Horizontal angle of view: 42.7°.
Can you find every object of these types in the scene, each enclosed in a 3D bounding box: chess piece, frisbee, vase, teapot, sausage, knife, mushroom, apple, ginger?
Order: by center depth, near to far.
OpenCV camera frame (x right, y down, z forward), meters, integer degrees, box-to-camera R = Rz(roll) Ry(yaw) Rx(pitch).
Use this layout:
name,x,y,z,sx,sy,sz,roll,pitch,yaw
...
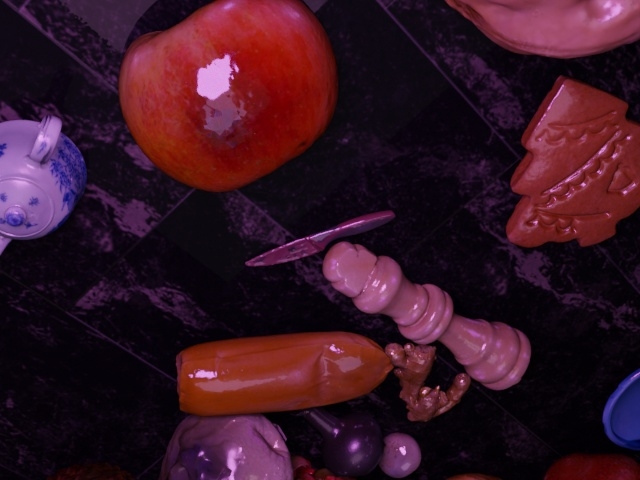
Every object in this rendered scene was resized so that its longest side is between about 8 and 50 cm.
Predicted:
name,x,y,z,sx,sy,sz,roll,pitch,yaw
apple,-0.111,-0.173,1.053,0.293,0.163,0.251,-26,122,8
teapot,-0.390,-0.067,1.075,0.159,0.159,0.232,23,116,-24
knife,0.000,0.000,1.277,0.247,0.018,0.035,-19,127,5
chess piece,0.167,0.116,1.332,0.397,0.117,0.117,31,112,-24
sausage,-0.057,0.216,1.346,0.354,0.116,0.134,-2,108,-13
vase,0.025,0.336,1.448,0.183,0.120,0.120,42,107,-16
ginger,0.184,0.257,1.457,0.193,0.052,0.176,9,115,-18
mushroom,0.150,0.403,1.543,0.085,0.085,0.079,-33,165,10
frisbee,0.658,0.311,1.591,0.242,0.045,0.242,-5,123,-7

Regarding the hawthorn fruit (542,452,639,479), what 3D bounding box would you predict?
name,x,y,z,sx,sy,sz,roll,pitch,yaw
hawthorn fruit,0.525,0.523,1.572,0.230,0.266,0.210,8,110,32

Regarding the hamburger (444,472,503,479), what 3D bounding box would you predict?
name,x,y,z,sx,sy,sz,roll,pitch,yaw
hamburger,0.257,0.581,1.598,0.318,0.158,0.319,-19,144,-15

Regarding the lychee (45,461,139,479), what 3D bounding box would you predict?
name,x,y,z,sx,sy,sz,roll,pitch,yaw
lychee,-0.390,0.496,1.395,0.236,0.236,0.271,-44,145,17

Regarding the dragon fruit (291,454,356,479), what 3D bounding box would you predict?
name,x,y,z,sx,sy,sz,roll,pitch,yaw
dragon fruit,-0.009,0.518,1.482,0.302,0.231,0.237,11,115,-23

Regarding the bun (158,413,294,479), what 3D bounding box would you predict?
name,x,y,z,sx,sy,sz,roll,pitch,yaw
bun,-0.175,0.402,1.355,0.273,0.273,0.168,-41,142,16

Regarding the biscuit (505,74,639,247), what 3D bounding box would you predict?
name,x,y,z,sx,sy,sz,roll,pitch,yaw
biscuit,0.403,-0.115,1.264,0.284,0.043,0.306,-23,124,4

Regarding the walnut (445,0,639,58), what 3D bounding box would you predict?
name,x,y,z,sx,sy,sz,roll,pitch,yaw
walnut,0.279,-0.390,0.889,0.383,0.383,0.384,-5,123,-8
